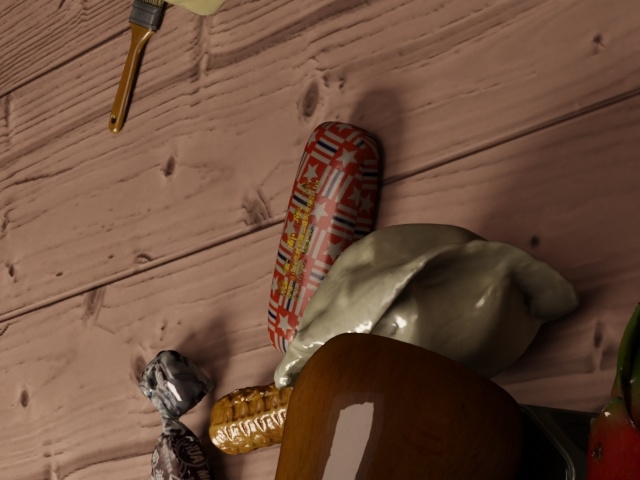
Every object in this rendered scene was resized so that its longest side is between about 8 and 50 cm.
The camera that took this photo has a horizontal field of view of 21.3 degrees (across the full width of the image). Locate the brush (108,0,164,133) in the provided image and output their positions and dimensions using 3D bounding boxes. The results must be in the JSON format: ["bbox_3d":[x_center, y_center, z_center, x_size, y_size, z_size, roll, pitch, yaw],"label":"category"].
[{"bbox_3d":[-0.178,-0.185,1.650,0.043,0.014,0.170,26,102,47],"label":"brush"}]

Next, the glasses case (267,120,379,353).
[{"bbox_3d":[0.000,0.000,1.376,0.073,0.049,0.194,14,92,49],"label":"glasses case"}]

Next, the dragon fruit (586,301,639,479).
[{"bbox_3d":[0.249,0.160,0.984,0.200,0.198,0.269,11,59,16],"label":"dragon fruit"}]

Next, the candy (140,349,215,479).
[{"bbox_3d":[-0.119,0.198,1.474,0.094,0.051,0.226,-44,49,47],"label":"candy"}]

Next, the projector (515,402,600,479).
[{"bbox_3d":[0.157,0.161,1.135,0.083,0.082,0.083,-59,44,22],"label":"projector"}]

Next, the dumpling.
[{"bbox_3d":[0.060,0.059,1.207,0.250,0.162,0.132,-26,62,35],"label":"dumpling"}]

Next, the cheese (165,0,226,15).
[{"bbox_3d":[-0.132,-0.326,1.570,0.159,0.093,0.263,-55,47,29],"label":"cheese"}]

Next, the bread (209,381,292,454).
[{"bbox_3d":[-0.034,0.139,1.389,0.157,0.044,0.052,-22,63,44],"label":"bread"}]

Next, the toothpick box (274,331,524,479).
[{"bbox_3d":[0.013,0.216,1.053,0.192,0.192,0.294,1,64,49],"label":"toothpick box"}]
